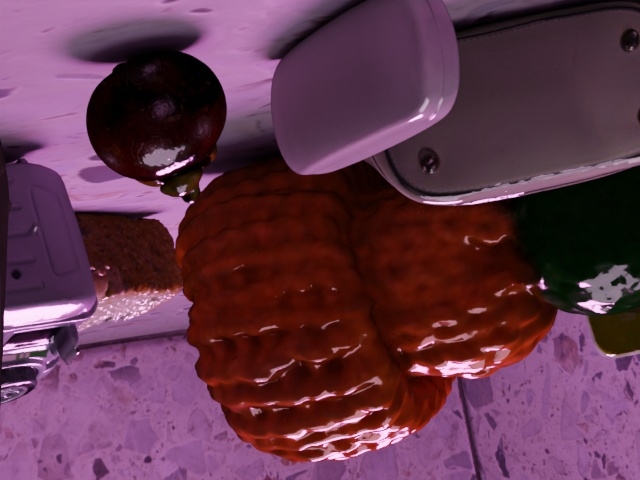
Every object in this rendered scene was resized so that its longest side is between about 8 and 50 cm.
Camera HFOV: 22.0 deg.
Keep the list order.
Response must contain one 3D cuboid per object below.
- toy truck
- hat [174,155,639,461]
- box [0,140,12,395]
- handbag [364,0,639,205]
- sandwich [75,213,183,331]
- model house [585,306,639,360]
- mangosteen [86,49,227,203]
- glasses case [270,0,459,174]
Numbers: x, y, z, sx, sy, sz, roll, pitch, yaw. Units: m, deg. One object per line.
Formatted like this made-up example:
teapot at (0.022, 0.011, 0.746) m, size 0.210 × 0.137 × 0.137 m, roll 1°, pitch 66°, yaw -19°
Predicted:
toy truck at (-0.326, 0.038, 1.079) m, size 0.363 × 0.176 × 0.178 m, roll -5°, pitch 160°, yaw -38°
hat at (0.088, 0.000, 1.323) m, size 0.400 × 0.285 × 0.285 m, roll -29°, pitch 168°, yaw 21°
box at (-0.252, 0.065, 0.866) m, size 0.166 × 0.290 × 0.220 m, roll 2°, pitch 172°, yaw -9°
handbag at (0.125, -0.100, 1.132) m, size 0.241 × 0.109 × 0.315 m, roll -10°, pitch -172°, yaw 1°
sandwich at (-0.292, 0.059, 1.515) m, size 0.254 × 0.099 × 0.288 m, roll -32°, pitch 168°, yaw 21°
model house at (0.442, -0.048, 1.751) m, size 0.357 × 0.242 × 0.313 m, roll -9°, pitch 158°, yaw -8°
mangosteen at (-0.088, -0.066, 0.909) m, size 0.081 × 0.081 × 0.081 m, roll -11°, pitch 175°, yaw -1°
glasses case at (0.021, -0.087, 0.926) m, size 0.049 × 0.074 × 0.193 m, roll -8°, pitch 173°, yaw -27°
